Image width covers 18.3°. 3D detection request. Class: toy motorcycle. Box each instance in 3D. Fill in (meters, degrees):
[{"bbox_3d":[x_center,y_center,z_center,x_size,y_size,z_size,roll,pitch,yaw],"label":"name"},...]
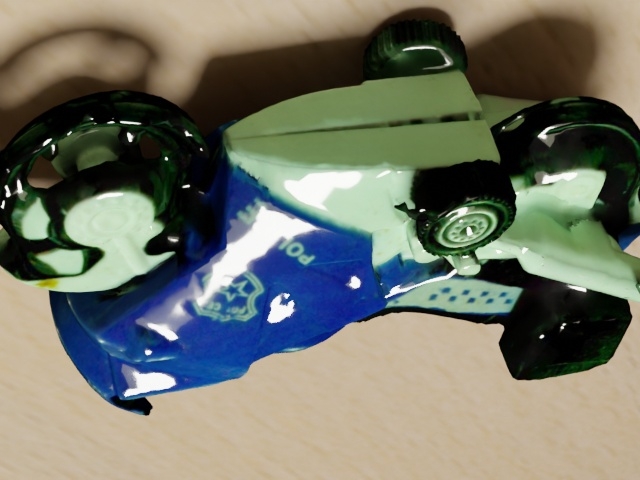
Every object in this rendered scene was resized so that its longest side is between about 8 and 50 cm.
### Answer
[{"bbox_3d":[0.000,0.000,0.937,0.331,0.125,0.196,-2,143,-23],"label":"toy motorcycle"}]
